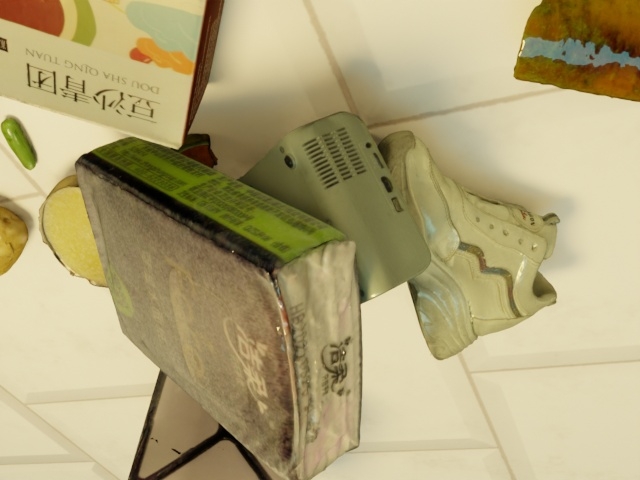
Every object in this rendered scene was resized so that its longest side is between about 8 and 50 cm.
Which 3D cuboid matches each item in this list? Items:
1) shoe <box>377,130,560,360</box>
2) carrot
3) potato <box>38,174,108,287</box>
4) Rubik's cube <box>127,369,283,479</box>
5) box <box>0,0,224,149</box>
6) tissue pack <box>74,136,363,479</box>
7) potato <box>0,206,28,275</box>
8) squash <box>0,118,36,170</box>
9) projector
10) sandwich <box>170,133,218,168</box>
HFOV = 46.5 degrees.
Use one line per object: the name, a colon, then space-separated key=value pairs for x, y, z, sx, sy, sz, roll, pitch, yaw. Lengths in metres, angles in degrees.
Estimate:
shoe: x=0.194 y=-0.010 z=0.947 sx=0.210 sy=0.132 sz=0.342 roll=-20 pitch=123 yaw=8
carrot: x=0.342 y=-0.180 z=0.720 sx=0.301 sy=0.114 sz=0.114 roll=11 pitch=140 yaw=5
potato: x=-0.310 y=-0.024 z=1.070 sx=0.164 sy=0.081 sz=0.200 roll=23 pitch=136 yaw=-1
Rubik's cube: x=-0.175 y=0.400 z=1.371 sx=0.310 sy=0.305 sz=0.307 roll=10 pitch=143 yaw=-3
box: x=-0.257 y=-0.303 z=0.695 sx=0.344 sy=0.122 sz=0.385 roll=16 pitch=140 yaw=-6
tissue pack: x=-0.122 y=0.062 z=0.870 sx=0.394 sy=0.124 sz=0.288 roll=27 pitch=134 yaw=41
potato: x=-0.515 y=0.004 z=1.148 sx=0.107 sy=0.080 sz=0.170 roll=25 pitch=138 yaw=-35
squash: x=-0.407 y=-0.128 z=1.010 sx=0.027 sy=0.027 sz=0.089 roll=1 pitch=141 yaw=11
projector: x=-0.008 y=-0.013 z=0.878 sx=0.250 sy=0.108 sz=0.198 roll=-30 pitch=86 yaw=59
sandwich: x=-0.175 y=-0.098 z=0.989 sx=0.067 sy=0.029 sz=0.135 roll=15 pitch=139 yaw=-12
